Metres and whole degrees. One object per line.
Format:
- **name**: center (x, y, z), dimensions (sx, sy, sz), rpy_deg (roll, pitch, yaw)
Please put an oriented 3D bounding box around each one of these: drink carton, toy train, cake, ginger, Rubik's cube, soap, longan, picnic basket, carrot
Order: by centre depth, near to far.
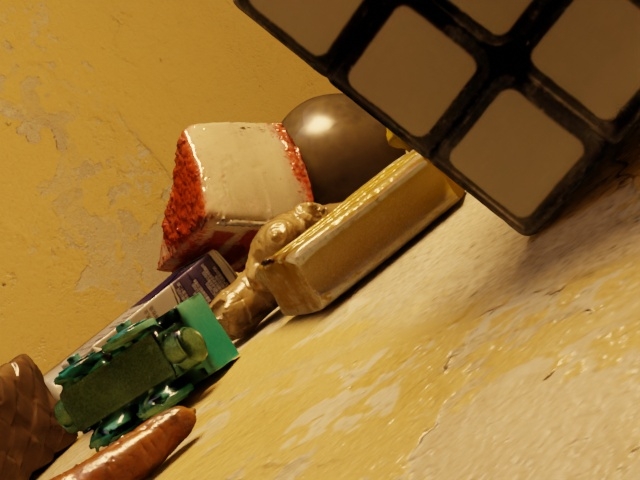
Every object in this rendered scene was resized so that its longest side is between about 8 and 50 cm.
- **Rubik's cube**: center (0.164, -0.238, 0.916), dimensions (0.301, 0.304, 0.305), rpy_deg (-52, -4, 28)
- **carrot**: center (-0.188, 0.202, 0.956), dimensions (0.209, 0.061, 0.061), rpy_deg (-34, 5, -21)
- **soap**: center (0.050, -0.016, 1.214), dimensions (0.232, 0.073, 0.140), rpy_deg (-38, 8, -21)
- **toy train**: center (-0.189, 0.140, 1.223), dimensions (0.198, 0.107, 0.154), rpy_deg (-32, -1, 26)
- **ginger**: center (0.000, 0.000, 1.338), dimensions (0.333, 0.081, 0.148), rpy_deg (-31, -37, -21)
- **picnic basket**: center (-0.511, 0.216, 1.402), dimensions (0.293, 0.337, 0.337), rpy_deg (-33, 7, 26)
- **drink carton**: center (-0.210, 0.122, 1.476), dimensions (0.222, 0.102, 0.134), rpy_deg (-39, 9, -33)
- **cake**: center (-0.134, -0.056, 1.539), dimensions (0.158, 0.160, 0.262), rpy_deg (-1, -16, -26)
- **longan**: center (0.019, -0.111, 1.602), dimensions (0.212, 0.198, 0.198), rpy_deg (-28, 10, 48)

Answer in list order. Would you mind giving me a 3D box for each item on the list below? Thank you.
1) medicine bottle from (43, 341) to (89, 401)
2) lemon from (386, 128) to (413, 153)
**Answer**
- **medicine bottle**: center (-0.371, 0.219, 1.715), dimensions (0.140, 0.079, 0.079), rpy_deg (-39, 7, -27)
- **lemon**: center (0.163, -0.177, 1.336), dimensions (0.193, 0.180, 0.180), rpy_deg (-17, 12, 18)
